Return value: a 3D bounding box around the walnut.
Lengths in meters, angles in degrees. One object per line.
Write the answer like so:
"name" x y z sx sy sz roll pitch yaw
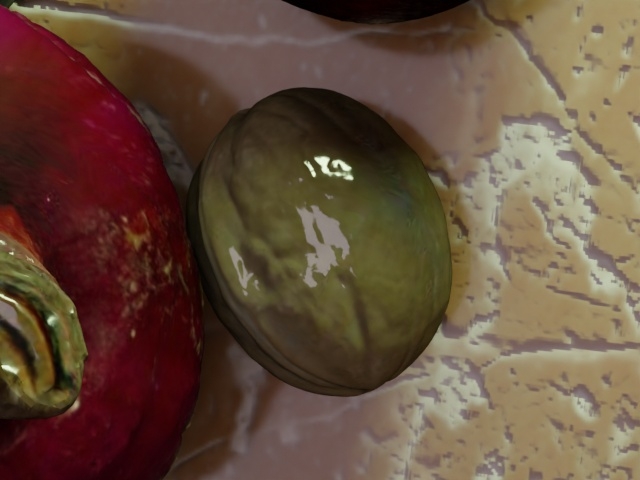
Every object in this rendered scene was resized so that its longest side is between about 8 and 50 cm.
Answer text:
"walnut" -0.001 0.001 0.832 0.140 0.140 0.162 -36 94 9

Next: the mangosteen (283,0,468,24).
"mangosteen" 0.060 -0.220 0.788 0.261 0.235 0.236 5 94 -30

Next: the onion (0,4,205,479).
"onion" -0.194 0.039 0.711 0.347 0.385 0.348 2 87 -29

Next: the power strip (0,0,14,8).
"power strip" -0.317 -0.120 0.912 0.193 0.059 0.265 41 95 11
